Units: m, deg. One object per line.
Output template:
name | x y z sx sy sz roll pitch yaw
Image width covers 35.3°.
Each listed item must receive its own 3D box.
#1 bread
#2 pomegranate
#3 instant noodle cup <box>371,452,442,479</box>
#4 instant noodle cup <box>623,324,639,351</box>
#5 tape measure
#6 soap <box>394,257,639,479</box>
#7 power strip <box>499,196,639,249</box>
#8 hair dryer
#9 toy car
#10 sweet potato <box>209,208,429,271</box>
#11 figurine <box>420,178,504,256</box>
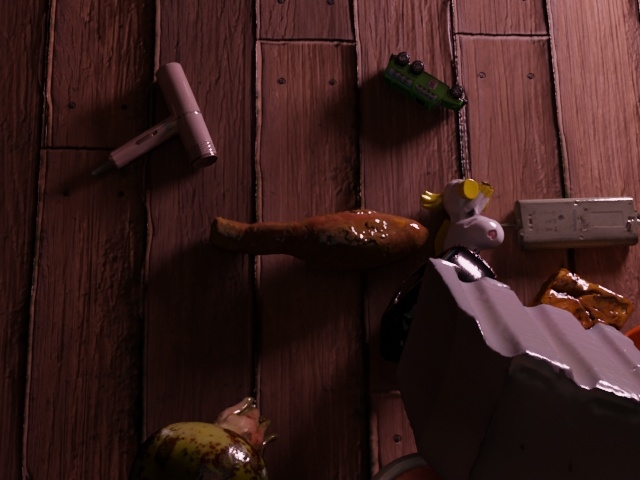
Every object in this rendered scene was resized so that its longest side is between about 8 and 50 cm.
bread | 0.420 0.145 1.707 0.143 0.158 0.149 33 75 10
pomegranate | -0.173 0.351 1.568 0.222 0.204 0.276 21 67 21
instant noodle cup | 0.170 0.449 1.505 0.294 0.308 0.294 0 81 -2
instant noodle cup | 0.551 0.270 1.662 0.250 0.192 0.250 1 74 -4
tape measure | 0.191 0.109 1.672 0.135 0.202 0.223 42 80 4
soap | 0.290 0.216 1.366 0.350 0.435 0.213 23 99 -5
power strip | 0.447 -0.031 1.821 0.268 0.034 0.092 -2 75 -6
hair dryer | -0.319 -0.195 1.797 0.220 0.053 0.195 -21 76 -4
toy car | 0.191 -0.284 1.855 0.165 0.071 0.062 32 89 4
sweet potato | 0.000 0.000 1.738 0.385 0.109 0.109 0 74 -5
figurine | 0.256 -0.023 1.782 0.129 0.109 0.178 -16 75 18
